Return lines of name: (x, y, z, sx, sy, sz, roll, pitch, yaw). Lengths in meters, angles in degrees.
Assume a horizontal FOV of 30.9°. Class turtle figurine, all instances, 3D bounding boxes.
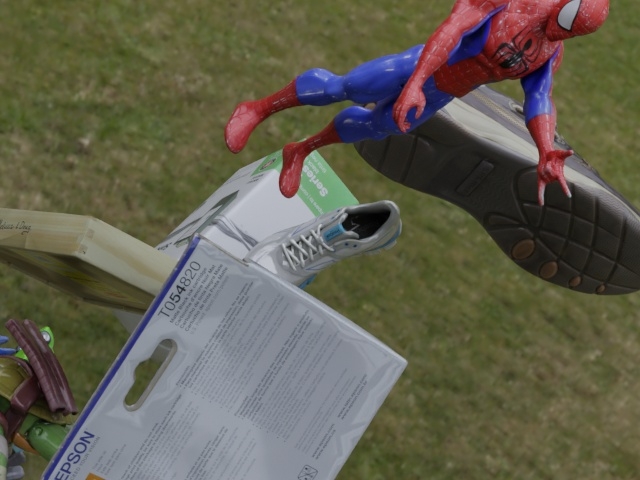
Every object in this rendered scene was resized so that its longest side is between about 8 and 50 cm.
turtle figurine: (-0.301, 0.237, 1.148, 0.266, 0.198, 0.274, 24, 50, 0)

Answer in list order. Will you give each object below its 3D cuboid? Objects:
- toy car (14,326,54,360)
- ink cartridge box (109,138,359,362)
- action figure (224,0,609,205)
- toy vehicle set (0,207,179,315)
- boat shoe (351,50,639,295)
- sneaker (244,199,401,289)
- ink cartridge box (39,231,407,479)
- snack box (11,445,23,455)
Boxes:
toy car: (-0.439, 0.207, 1.693, 0.053, 0.239, 0.225, 51, 27, -17)
ink cartridge box: (-0.120, 0.016, 1.517, 0.289, 0.211, 0.121, -46, 104, -28)
action figure: (0.059, -0.075, 0.745, 0.091, 0.280, 0.139, 38, 44, -34)
toy vehicle set: (-0.211, 0.023, 1.056, 0.166, 0.035, 0.267, 31, -16, -37)
boat shoe: (0.199, -0.078, 1.140, 0.355, 0.132, 0.130, 33, 47, -13)
sneaker: (0.000, 0.000, 1.224, 0.191, 0.083, 0.071, -26, 80, -9)
ink cartridge box: (-0.074, 0.133, 0.910, 0.224, 0.223, 0.045, 34, -2, -28)
snack box: (-0.481, 0.189, 1.319, 0.322, 0.187, 0.060, 29, 14, -40)
